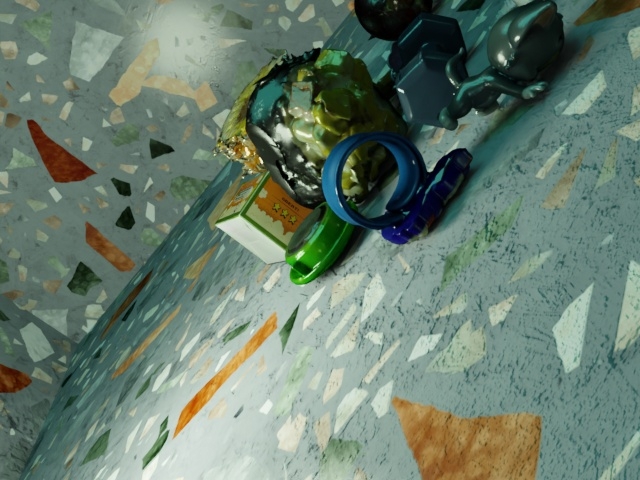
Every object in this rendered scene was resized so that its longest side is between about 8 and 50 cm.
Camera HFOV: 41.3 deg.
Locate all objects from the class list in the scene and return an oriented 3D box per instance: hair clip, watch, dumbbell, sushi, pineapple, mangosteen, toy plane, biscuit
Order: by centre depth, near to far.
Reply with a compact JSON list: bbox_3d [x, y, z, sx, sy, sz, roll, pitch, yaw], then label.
[{"bbox_3d":[0.113,-0.103,1.455,0.196,0.200,0.171,-60,14,-12],"label":"watch"},{"bbox_3d":[0.404,-0.522,1.717,0.251,0.101,0.255,-57,11,33],"label":"toy plane"},{"bbox_3d":[0.234,-0.361,1.772,0.144,0.156,0.316,-15,29,15],"label":"dumbbell"},{"bbox_3d":[0.037,-0.263,1.850,0.285,0.328,0.328,-14,24,47],"label":"sushi"},{"bbox_3d":[0.218,-0.423,1.976,0.195,0.124,0.052,-59,13,-22],"label":"hair clip"},{"bbox_3d":[0.163,-0.369,2.067,0.215,0.034,0.182,-41,-6,-39],"label":"biscuit"},{"bbox_3d":[-0.078,-0.280,2.181,0.352,0.300,0.352,-46,16,18],"label":"pineapple"},{"bbox_3d":[0.193,-0.698,2.380,0.231,0.289,0.231,-10,63,19],"label":"mangosteen"}]

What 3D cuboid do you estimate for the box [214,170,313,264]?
[{"bbox_3d":[-0.121,-0.054,2.039,0.148,0.177,0.195,-57,16,-18],"label":"box"}]

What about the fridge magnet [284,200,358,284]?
[{"bbox_3d":[0.000,0.000,1.743,0.208,0.088,0.208,-47,17,18],"label":"fridge magnet"}]

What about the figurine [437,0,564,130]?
[{"bbox_3d":[0.310,-0.303,1.458,0.265,0.140,0.193,-28,8,25],"label":"figurine"}]
